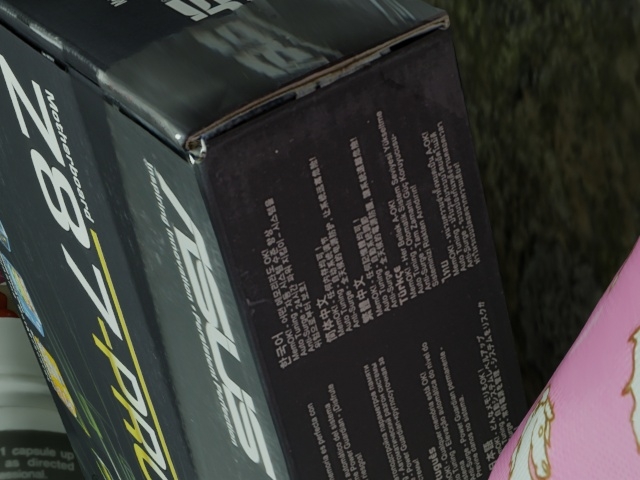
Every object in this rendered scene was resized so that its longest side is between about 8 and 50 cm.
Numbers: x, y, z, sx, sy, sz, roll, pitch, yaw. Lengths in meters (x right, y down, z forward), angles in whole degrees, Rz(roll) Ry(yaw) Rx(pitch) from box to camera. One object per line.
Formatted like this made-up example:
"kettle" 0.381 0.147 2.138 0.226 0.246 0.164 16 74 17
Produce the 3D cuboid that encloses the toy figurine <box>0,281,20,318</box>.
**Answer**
"toy figurine" -0.172 -0.043 1.020 0.148 0.213 0.209 35 -149 -59

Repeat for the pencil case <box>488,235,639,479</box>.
"pencil case" 0.148 0.006 0.277 0.167 0.160 0.386 36 142 11

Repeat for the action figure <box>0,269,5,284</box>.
"action figure" -0.288 0.074 1.305 0.370 0.248 0.275 -109 20 -45

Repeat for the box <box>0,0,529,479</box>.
"box" -0.030 0.063 0.654 0.318 0.097 0.395 34 146 52

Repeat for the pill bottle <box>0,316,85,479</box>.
"pill bottle" -0.168 0.193 0.909 0.161 0.161 0.283 108 157 -47
